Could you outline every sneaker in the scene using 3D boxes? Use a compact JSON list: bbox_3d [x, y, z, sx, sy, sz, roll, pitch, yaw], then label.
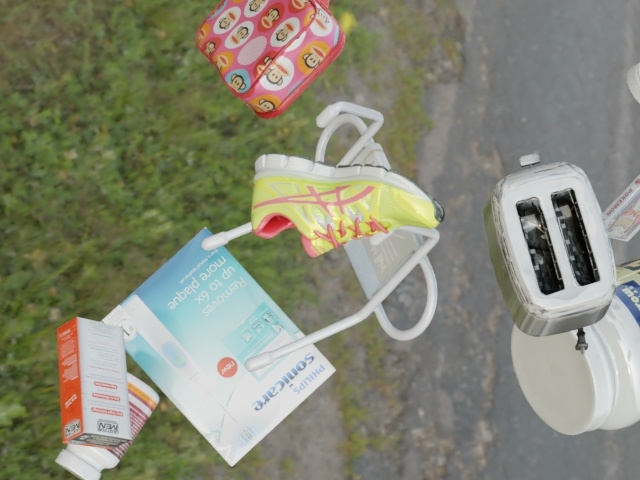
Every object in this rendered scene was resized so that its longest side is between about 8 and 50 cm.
[{"bbox_3d":[0.022,-0.024,1.188,0.081,0.208,0.094,41,62,-57],"label":"sneaker"}]

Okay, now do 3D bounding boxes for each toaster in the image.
[{"bbox_3d":[0.264,0.017,1.383,0.146,0.129,0.227,60,17,-77],"label":"toaster"}]

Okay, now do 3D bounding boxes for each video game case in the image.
[{"bbox_3d":[0.611,-0.075,2.298,0.023,0.183,0.201,49,21,25],"label":"video game case"}]

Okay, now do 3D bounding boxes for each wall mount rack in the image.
[{"bbox_3d":[0.000,0.000,1.559,0.130,0.304,0.350,10,45,-39],"label":"wall mount rack"}]

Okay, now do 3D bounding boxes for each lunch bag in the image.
[{"bbox_3d":[-0.084,-0.383,2.200,0.120,0.258,0.293,36,13,-39],"label":"lunch bag"}]

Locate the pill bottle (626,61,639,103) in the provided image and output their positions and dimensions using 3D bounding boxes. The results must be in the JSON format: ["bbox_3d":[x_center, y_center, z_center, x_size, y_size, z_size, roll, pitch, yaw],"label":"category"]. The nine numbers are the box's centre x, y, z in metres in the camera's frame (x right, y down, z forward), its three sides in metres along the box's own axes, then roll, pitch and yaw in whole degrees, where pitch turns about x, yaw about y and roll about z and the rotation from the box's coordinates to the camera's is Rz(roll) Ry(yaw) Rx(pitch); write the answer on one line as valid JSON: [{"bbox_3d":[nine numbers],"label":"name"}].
[{"bbox_3d":[0.595,-0.290,1.949,0.108,0.193,0.108,19,56,-32],"label":"pill bottle"}]

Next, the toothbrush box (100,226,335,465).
[{"bbox_3d":[-0.154,0.160,1.845,0.295,0.216,0.126,49,-3,-1],"label":"toothbrush box"}]

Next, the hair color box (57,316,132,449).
[{"bbox_3d":[-0.262,0.165,1.397,0.072,0.043,0.141,20,52,-44],"label":"hair color box"}]

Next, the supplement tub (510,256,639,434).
[{"bbox_3d":[0.482,0.152,1.856,0.325,0.235,0.235,-17,88,-25],"label":"supplement tub"}]

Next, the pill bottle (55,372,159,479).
[{"bbox_3d":[-0.298,0.259,1.676,0.086,0.086,0.152,46,68,-34],"label":"pill bottle"}]
